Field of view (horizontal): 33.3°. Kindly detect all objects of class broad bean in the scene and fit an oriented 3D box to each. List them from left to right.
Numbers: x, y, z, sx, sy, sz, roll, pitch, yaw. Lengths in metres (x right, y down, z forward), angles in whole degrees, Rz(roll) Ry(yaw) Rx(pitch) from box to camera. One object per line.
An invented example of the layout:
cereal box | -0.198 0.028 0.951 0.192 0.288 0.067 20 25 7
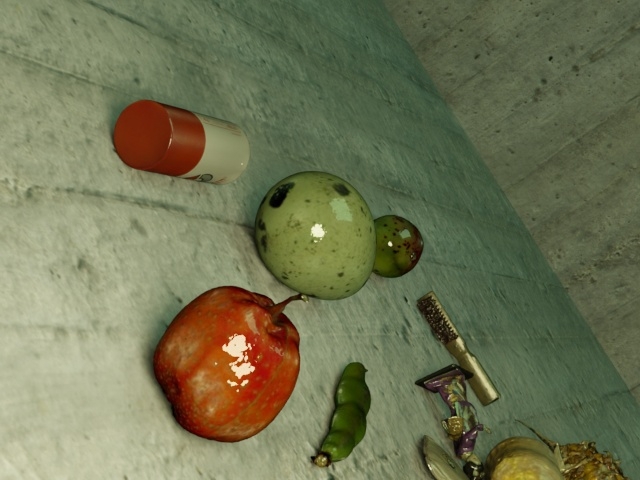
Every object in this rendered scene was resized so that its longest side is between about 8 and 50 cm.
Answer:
broad bean | 0.038 0.245 1.470 0.060 0.043 0.297 42 21 -6

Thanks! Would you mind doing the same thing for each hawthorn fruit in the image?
hawthorn fruit | -0.085 0.120 1.153 0.157 0.194 0.157 43 12 -12

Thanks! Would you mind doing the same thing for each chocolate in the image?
chocolate | 0.333 0.396 1.749 0.134 0.134 0.309 56 6 4

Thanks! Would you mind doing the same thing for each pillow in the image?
pillow | 0.230 0.402 1.671 0.233 0.038 0.131 52 12 -6

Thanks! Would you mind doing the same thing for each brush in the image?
brush | 0.267 0.213 2.090 0.248 0.043 0.036 58 26 9

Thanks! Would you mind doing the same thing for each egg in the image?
egg | 0.000 0.000 1.597 0.228 0.177 0.177 55 15 -39

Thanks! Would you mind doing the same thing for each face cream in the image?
face cream | -0.189 -0.134 1.488 0.096 0.096 0.214 60 19 15

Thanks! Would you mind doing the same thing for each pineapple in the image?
pineapple | 0.516 0.477 2.057 0.158 0.161 0.334 38 27 -36

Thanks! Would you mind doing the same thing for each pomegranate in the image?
pomegranate | 0.130 0.005 1.991 0.130 0.130 0.130 47 20 -23

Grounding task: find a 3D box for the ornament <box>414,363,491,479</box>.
ornament | 0.244 0.310 1.798 0.088 0.081 0.203 31 31 -48
